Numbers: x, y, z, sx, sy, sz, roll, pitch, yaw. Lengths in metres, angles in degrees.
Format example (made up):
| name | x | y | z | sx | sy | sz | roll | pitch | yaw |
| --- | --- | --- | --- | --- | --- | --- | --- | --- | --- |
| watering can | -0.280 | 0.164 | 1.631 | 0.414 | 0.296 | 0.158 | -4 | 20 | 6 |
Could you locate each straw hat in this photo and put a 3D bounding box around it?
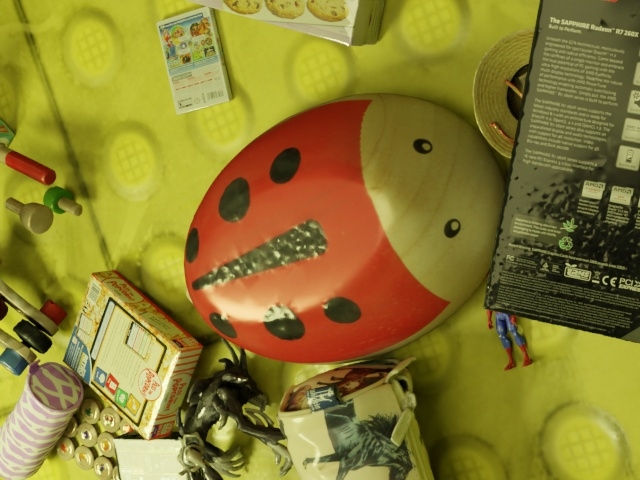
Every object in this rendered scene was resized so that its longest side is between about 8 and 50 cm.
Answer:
| name | x | y | z | sx | sy | sz | roll | pitch | yaw |
| --- | --- | --- | --- | --- | --- | --- | --- | --- | --- |
| straw hat | 0.231 | -0.160 | 1.482 | 0.144 | 0.061 | 0.144 | 3 | 104 | 10 |

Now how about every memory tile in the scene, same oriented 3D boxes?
| name | x | y | z | sx | sy | sz | roll | pitch | yaw |
| --- | --- | --- | --- | --- | --- | --- | --- | --- | --- |
| memory tile | -0.314 | 0.280 | 1.942 | 0.148 | 0.012 | 0.113 | 20 | 109 | 27 |

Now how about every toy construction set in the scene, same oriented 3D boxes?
| name | x | y | z | sx | sy | sz | roll | pitch | yaw |
| --- | --- | --- | --- | --- | --- | --- | --- | --- | --- |
| toy construction set | -0.485 | 0.013 | 1.899 | 0.237 | 0.257 | 0.309 | 26 | 91 | 39 |

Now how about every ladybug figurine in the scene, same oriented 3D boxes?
| name | x | y | z | sx | sy | sz | roll | pitch | yaw |
| --- | --- | --- | --- | --- | --- | --- | --- | --- | --- |
| ladybug figurine | 0.000 | 0.000 | 1.603 | 0.449 | 0.162 | 0.305 | -27 | 85 | 33 |

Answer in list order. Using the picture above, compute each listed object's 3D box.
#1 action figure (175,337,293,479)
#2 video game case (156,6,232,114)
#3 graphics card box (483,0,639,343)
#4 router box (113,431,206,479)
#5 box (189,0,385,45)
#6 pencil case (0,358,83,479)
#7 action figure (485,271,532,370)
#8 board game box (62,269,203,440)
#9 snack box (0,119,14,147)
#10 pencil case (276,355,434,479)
| name | x | y | z | sx | sy | sz | roll | pitch | yaw |
| --- | --- | --- | --- | --- | --- | --- | --- | --- | --- |
| action figure | -0.123 | 0.265 | 1.746 | 0.164 | 0.141 | 0.276 | -15 | 50 | 59 |
| video game case | -0.160 | -0.228 | 1.750 | 0.087 | 0.011 | 0.122 | -10 | 94 | 34 |
| graphics card box | 0.312 | -0.087 | 1.400 | 0.233 | 0.094 | 0.371 | 11 | 105 | 12 |
| router box | -0.216 | 0.307 | 1.862 | 0.122 | 0.038 | 0.092 | -3 | 97 | 26 |
| box | -0.076 | -0.300 | 1.653 | 0.324 | 0.063 | 0.067 | 21 | 108 | 28 |
| pencil case | -0.403 | 0.255 | 1.932 | 0.088 | 0.086 | 0.206 | 47 | 129 | 11 |
| action figure | 0.210 | 0.090 | 1.569 | 0.038 | 0.030 | 0.115 | -17 | 88 | 38 |
| board game box | -0.255 | 0.152 | 1.843 | 0.193 | 0.045 | 0.147 | 37 | 117 | 32 |
| snack box | -0.580 | -0.041 | 1.945 | 0.060 | 0.187 | 0.322 | 46 | 120 | 16 |
| pencil case | 0.091 | 0.342 | 1.601 | 0.183 | 0.160 | 0.410 | -20 | 91 | 49 |
